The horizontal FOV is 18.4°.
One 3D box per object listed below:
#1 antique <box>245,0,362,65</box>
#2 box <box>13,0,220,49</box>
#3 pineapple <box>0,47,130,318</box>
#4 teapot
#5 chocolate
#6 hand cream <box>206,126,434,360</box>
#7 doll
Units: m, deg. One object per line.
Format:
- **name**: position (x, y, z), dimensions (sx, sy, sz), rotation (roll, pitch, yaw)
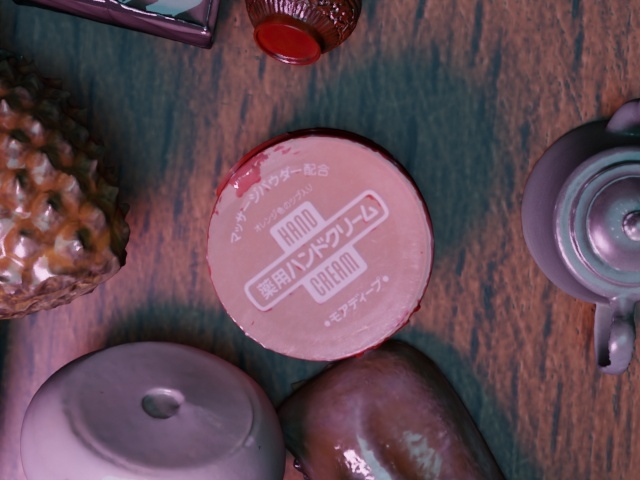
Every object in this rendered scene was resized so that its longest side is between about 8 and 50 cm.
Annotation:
- **antique**: position (-0.014, -0.201, 1.643), dimensions (0.104, 0.104, 0.104), rotation (0, 96, 0)
- **box**: position (-0.151, -0.300, 1.607), dimensions (0.188, 0.153, 0.252), rotation (13, 94, -2)
- **pineapple**: position (-0.277, -0.115, 1.602), dimensions (0.175, 0.175, 0.361), rotation (-21, 84, 2)
- **teapot**: position (0.254, -0.007, 1.634), dimensions (0.162, 0.149, 0.239), rotation (8, 95, -2)
- **chocolate**: position (0.076, 0.214, 1.683), dimensions (0.161, 0.083, 0.261), rotation (-35, 91, 4)
- **hand cream**: position (0.000, 0.000, 1.648), dimensions (0.193, 0.125, 0.193), rotation (0, 95, 0)
- **doll**: position (-0.153, 0.208, 1.655), dimensions (0.251, 0.221, 0.221), rotation (-14, 96, -26)
